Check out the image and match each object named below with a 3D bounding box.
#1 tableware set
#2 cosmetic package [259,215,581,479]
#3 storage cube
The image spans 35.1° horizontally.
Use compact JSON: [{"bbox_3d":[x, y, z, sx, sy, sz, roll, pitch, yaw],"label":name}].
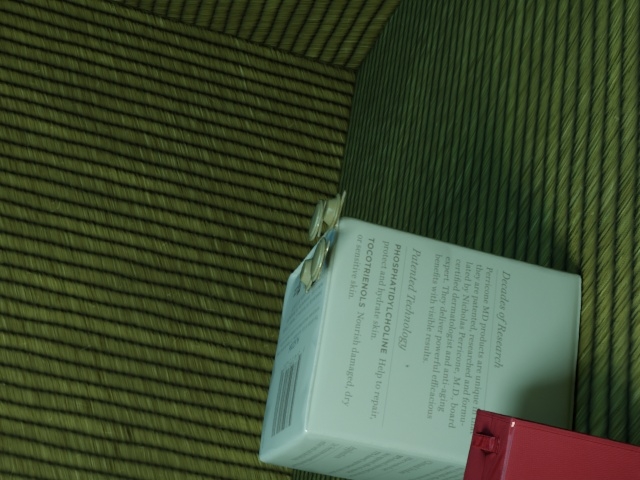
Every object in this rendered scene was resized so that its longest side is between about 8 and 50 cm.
[{"bbox_3d":[0.000,0.000,1.466,0.168,0.020,0.141,145,140,-74],"label":"tableware set"},{"bbox_3d":[0.145,0.203,1.576,0.329,0.393,0.328,130,151,-65],"label":"cosmetic package"},{"bbox_3d":[0.279,0.324,1.239,0.183,0.214,0.193,130,152,-82],"label":"storage cube"}]
